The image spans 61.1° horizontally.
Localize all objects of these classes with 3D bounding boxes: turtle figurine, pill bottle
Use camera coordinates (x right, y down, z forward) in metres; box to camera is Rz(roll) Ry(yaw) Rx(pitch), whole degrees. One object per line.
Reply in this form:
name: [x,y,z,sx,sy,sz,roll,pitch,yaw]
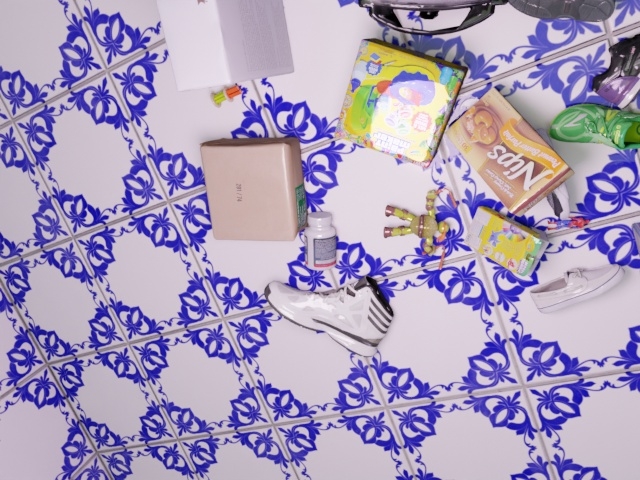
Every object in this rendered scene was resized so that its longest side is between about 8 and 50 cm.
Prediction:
turtle figurine: [0.311,-0.035,1.715,0.218,0.087,0.269,6,111,16]
pill bottle: [0.000,0.000,1.820,0.108,0.108,0.180,6,111,16]

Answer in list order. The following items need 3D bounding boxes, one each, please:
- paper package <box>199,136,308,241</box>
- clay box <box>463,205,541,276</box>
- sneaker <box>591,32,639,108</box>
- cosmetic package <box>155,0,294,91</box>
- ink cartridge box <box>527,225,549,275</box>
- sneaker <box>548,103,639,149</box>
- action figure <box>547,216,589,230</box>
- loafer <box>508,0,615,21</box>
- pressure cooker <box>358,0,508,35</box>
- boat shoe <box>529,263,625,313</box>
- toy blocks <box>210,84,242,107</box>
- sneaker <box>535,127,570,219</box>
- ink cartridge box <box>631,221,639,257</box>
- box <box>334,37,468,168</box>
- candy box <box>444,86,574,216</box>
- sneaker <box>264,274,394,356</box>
paper package: [-0.211,-0.173,1.792,0.310,0.168,0.324,2,109,18]
clay box: [0.547,0.001,1.612,0.222,0.053,0.127,37,122,38]
sneaker: [0.809,-0.487,1.376,0.124,0.107,0.283,34,116,10]
cosmetic package: [-0.237,-0.552,1.497,0.162,0.453,0.229,-3,108,19]
ink cartridge box: [0.632,0.032,1.634,0.052,0.088,0.122,23,116,6]
sneaker: [0.768,-0.302,1.443,0.296,0.123,0.109,5,110,16]
action figure: [0.732,-0.051,1.603,0.115,0.030,0.038,-4,114,14]
loafer: [0.620,-0.630,1.407,0.268,0.084,0.096,19,146,15]
pressure cooker: [0.282,-0.722,1.318,0.370,0.376,0.419,25,122,47]
boat shoe: [0.762,0.127,1.629,0.268,0.096,0.088,-31,102,34]
toy blocks: [-0.297,-0.514,1.754,0.148,0.054,0.123,-20,102,23]
sneaker: [0.612,-0.174,1.560,0.153,0.101,0.268,-18,97,24]
ink cartridge box: [1.091,0.043,1.452,0.396,0.151,0.269,-15,105,24]
box: [0.231,-0.397,1.557,0.290,0.177,0.279,21,116,10]
candy box: [0.510,-0.243,1.489,0.183,0.088,0.316,-44,62,25]
sneaker: [0.046,0.192,1.870,0.448,0.169,0.257,27,107,-2]
